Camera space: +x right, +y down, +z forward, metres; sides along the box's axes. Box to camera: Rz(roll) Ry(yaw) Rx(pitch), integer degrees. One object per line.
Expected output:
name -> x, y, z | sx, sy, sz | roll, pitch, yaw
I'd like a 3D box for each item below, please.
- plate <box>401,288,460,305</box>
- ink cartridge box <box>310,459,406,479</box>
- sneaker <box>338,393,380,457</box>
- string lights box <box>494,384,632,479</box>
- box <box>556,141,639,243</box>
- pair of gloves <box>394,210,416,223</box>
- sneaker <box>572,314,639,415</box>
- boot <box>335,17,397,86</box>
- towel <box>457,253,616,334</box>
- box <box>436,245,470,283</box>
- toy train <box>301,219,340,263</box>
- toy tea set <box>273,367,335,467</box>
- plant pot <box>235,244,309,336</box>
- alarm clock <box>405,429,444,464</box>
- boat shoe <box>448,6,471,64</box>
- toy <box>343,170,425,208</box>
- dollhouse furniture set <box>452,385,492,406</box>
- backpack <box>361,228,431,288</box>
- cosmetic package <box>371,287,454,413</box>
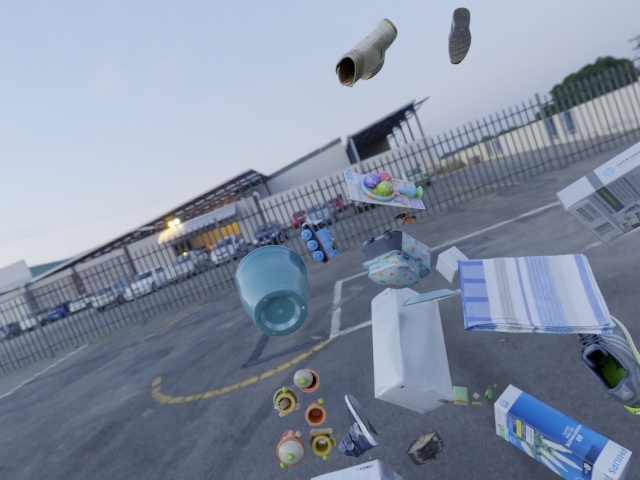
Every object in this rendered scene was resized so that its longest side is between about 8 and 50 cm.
plate -> 0.349, 0.179, 1.310 | 0.188, 0.024, 0.188 | -13, -13, -3
ink cartridge box -> 0.117, 0.840, 1.352 | 0.329, 0.324, 0.072 | -24, 39, 19
sneaker -> 0.121, 0.762, 1.669 | 0.163, 0.226, 0.086 | -45, -38, 16
string lights box -> 0.540, 0.460, 0.937 | 0.076, 0.134, 0.259 | -36, 35, -25
box -> 0.466, -0.081, 0.588 | 0.145, 0.038, 0.186 | 24, -46, -31
pair of gloves -> 0.357, -0.096, 1.729 | 0.083, 0.010, 0.074 | 22, -33, -37
sneaker -> 0.647, 0.247, 0.934 | 0.111, 0.121, 0.300 | -55, 17, 26
boot -> 0.127, -0.563, 1.323 | 0.203, 0.095, 0.262 | -47, 4, -15
towel -> 0.459, 0.112, 0.906 | 0.284, 0.034, 0.209 | -3, 45, 15
box -> 0.554, 0.102, 1.712 | 0.087, 0.101, 0.102 | -26, -38, -17
toy train -> 0.000, 0.000, 1.644 | 0.105, 0.184, 0.080 | -28, 6, 10
toy tea set -> -0.064, 0.606, 1.387 | 0.199, 0.337, 0.124 | -10, 3, -2
plant pot -> -0.158, 0.189, 1.433 | 0.271, 0.272, 0.255 | -21, 25, -4
alarm clock -> 0.363, 0.722, 1.432 | 0.129, 0.064, 0.192 | -33, -12, -8
boat shoe -> 0.418, -0.608, 1.237 | 0.064, 0.178, 0.060 | 7, -10, 8
toy -> 0.196, -0.165, 1.220 | 0.237, 0.137, 0.056 | 9, -48, -17
dollhouse furniture set -> 0.632, 0.648, 1.712 | 0.151, 0.059, 0.076 | 1, 54, 12
backpack -> 0.238, 0.064, 1.233 | 0.188, 0.145, 0.165 | 18, -33, -32
cosmetic package -> 0.305, 0.363, 1.411 | 0.156, 0.217, 0.385 | -48, 24, 40
